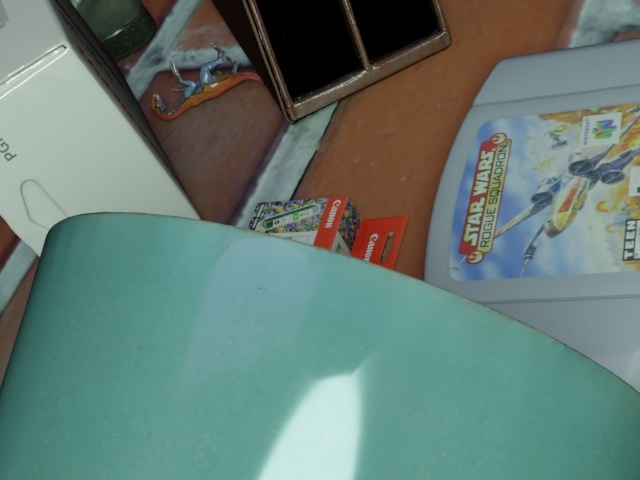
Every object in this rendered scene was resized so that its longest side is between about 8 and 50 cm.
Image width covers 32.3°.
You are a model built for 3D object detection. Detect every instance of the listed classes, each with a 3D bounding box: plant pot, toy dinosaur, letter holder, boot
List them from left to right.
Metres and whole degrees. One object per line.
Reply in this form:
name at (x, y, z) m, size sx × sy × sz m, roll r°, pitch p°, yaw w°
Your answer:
boot at (-0.295, -0.214, 1.066) m, size 0.246 × 0.161 × 0.083 m, roll -33°, pitch 41°, yaw -3°
toy dinosaur at (-0.109, -0.134, 0.978) m, size 0.090 × 0.047 × 0.082 m, roll 36°, pitch 91°, yaw 35°
plant pot at (-0.022, 0.157, 0.479) m, size 0.293 × 0.293 × 0.235 m, roll 6°, pitch 68°, yaw 34°
letter holder at (-0.039, -0.284, 0.939) m, size 0.152 × 0.214 × 0.302 m, roll -26°, pitch 42°, yaw -4°

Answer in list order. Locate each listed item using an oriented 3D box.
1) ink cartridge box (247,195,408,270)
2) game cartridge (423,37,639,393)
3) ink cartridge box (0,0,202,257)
ink cartridge box at (0.000, 0.000, 0.791) m, size 0.115 × 0.029 × 0.063 m, roll -3°, pitch 48°, yaw 28°
game cartridge at (0.169, -0.018, 0.696) m, size 0.198 × 0.062 × 0.297 m, roll -2°, pitch 49°, yaw 23°
ink cartridge box at (-0.224, -0.114, 0.896) m, size 0.117 × 0.207 × 0.283 m, roll -34°, pitch 42°, yaw -1°
